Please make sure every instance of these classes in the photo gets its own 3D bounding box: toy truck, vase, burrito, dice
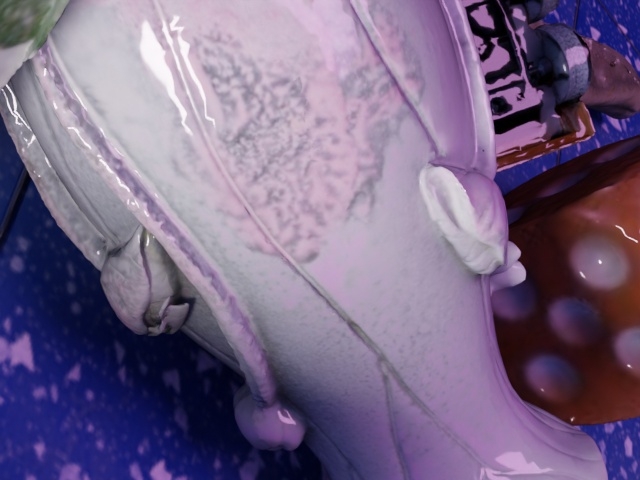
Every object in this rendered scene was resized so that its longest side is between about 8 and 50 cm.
[{"bbox_3d":[0.040,-0.192,1.003,0.133,0.184,0.338,-20,87,-25],"label":"toy truck"},{"bbox_3d":[0.000,0.000,0.825,0.445,0.250,0.250,63,36,-21],"label":"vase"},{"bbox_3d":[0.231,-0.151,1.330,0.226,0.060,0.087,4,67,-51],"label":"burrito"},{"bbox_3d":[0.224,0.031,1.151,0.175,0.179,0.174,60,38,-9],"label":"dice"}]

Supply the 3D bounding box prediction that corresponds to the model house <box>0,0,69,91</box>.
[{"bbox_3d":[-0.285,-0.154,0.579,0.271,0.190,0.300,-21,78,-51],"label":"model house"}]
